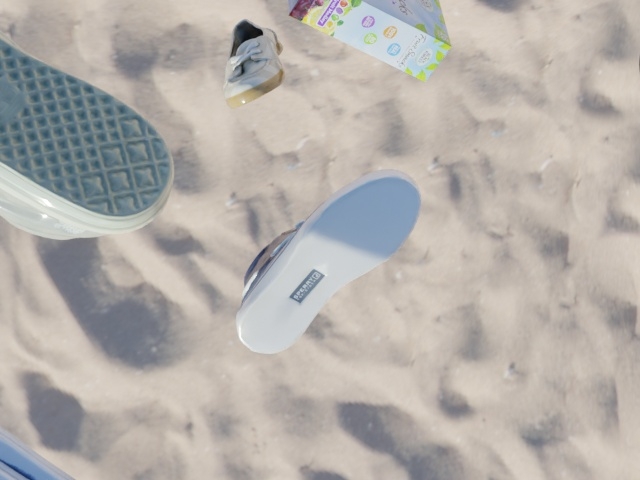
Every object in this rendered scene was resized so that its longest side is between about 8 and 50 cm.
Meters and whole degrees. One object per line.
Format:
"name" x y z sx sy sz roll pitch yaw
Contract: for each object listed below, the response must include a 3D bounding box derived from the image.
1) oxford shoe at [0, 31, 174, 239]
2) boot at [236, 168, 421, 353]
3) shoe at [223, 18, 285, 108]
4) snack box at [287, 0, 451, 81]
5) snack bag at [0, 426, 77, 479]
"oxford shoe" -0.338 -0.139 0.995 0.449 0.130 0.169 34 66 -7
"boot" 0.000 0.000 0.872 0.069 0.086 0.190 38 112 -23
"shoe" -0.084 -0.208 1.292 0.077 0.219 0.058 -28 110 11
"snack box" 0.059 -0.315 1.445 0.207 0.174 0.070 22 126 -23
"snack bag" -0.195 0.300 0.713 0.342 0.037 0.323 38 106 -14
